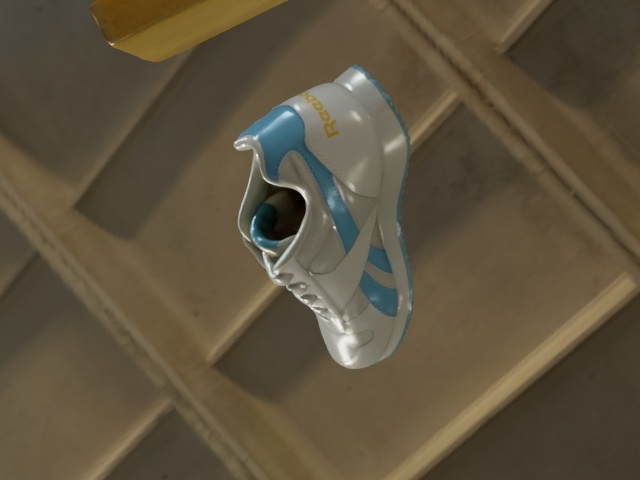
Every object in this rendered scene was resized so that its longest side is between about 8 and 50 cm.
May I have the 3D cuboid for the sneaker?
[{"bbox_3d":[0.000,0.000,0.781,0.087,0.092,0.229,48,-24,40],"label":"sneaker"}]

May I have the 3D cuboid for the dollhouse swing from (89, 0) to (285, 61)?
[{"bbox_3d":[-0.124,-0.305,0.900,0.347,0.315,0.305,61,-16,-1],"label":"dollhouse swing"}]
